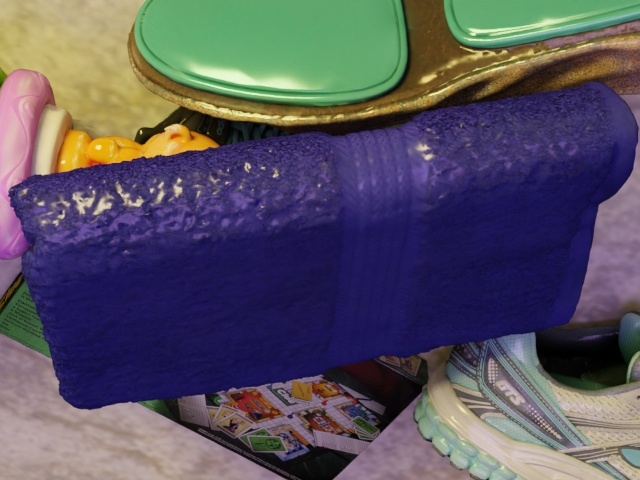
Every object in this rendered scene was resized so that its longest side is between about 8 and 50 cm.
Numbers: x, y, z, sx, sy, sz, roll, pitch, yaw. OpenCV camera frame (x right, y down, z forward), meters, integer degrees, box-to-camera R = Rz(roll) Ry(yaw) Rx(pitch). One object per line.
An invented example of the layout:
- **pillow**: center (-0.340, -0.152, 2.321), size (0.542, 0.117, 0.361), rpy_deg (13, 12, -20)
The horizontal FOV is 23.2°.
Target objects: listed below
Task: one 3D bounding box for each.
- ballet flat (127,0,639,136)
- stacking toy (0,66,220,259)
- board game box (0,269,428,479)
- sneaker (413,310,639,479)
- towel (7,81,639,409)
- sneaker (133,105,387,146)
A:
- **ballet flat**: center (0.058, -0.098, 0.841), size (0.316, 0.107, 0.106), rpy_deg (-3, 155, 10)
- **stacking toy**: center (-0.197, -0.045, 0.858), size (0.302, 0.165, 0.175), rpy_deg (7, 129, 0)
- **board game box**: center (-0.072, 0.069, 1.027), size (0.260, 0.030, 0.136), rpy_deg (30, 127, -18)
- **sneaker**: center (0.210, 0.118, 0.991), size (0.283, 0.110, 0.122), rpy_deg (17, 117, -13)
- **towel**: center (0.000, 0.000, 0.836), size (0.308, 0.076, 0.227), rpy_deg (-10, 152, -8)
- **sneaker**: center (-0.040, -0.054, 0.906), size (0.152, 0.058, 0.084), rpy_deg (-15, 134, 25)
